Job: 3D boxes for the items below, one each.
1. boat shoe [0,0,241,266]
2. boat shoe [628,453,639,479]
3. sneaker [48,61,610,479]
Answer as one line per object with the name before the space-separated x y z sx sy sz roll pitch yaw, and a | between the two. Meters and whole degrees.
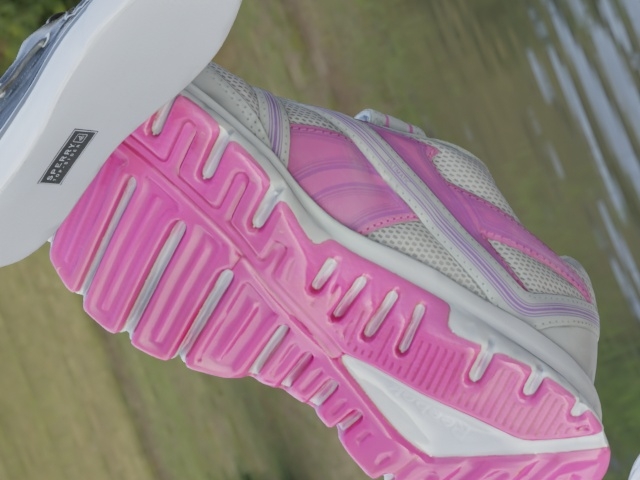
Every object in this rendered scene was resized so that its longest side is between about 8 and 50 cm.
boat shoe | -0.080 -0.050 0.518 0.049 0.142 0.040 10 -140 -51
boat shoe | 0.205 0.231 0.844 0.096 0.098 0.277 -54 -43 -50
sneaker | 0.000 0.000 0.606 0.252 0.103 0.111 37 -144 -7
